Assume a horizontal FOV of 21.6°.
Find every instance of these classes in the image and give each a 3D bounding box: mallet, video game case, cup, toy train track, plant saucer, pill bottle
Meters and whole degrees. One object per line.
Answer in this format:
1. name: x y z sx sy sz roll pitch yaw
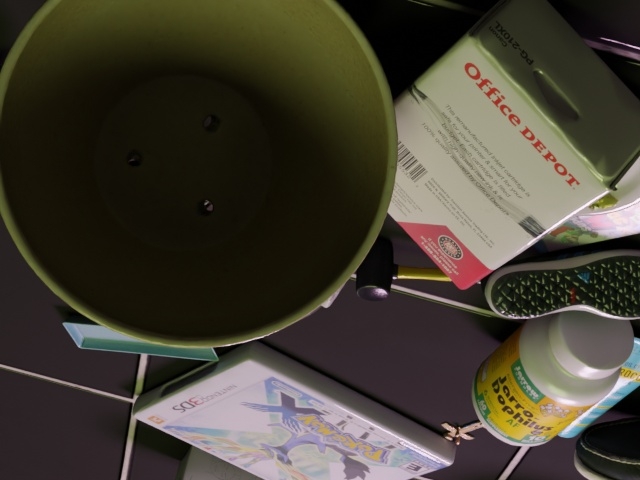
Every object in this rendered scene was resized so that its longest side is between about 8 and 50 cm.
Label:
1. mallet: 0.131 0.027 1.769 0.190 0.062 0.039 -3 150 0
2. video game case: -0.039 0.250 2.204 0.329 0.036 0.300 29 147 -24
3. cup: -0.113 -0.075 1.465 0.331 0.331 0.237 17 177 -6
4. toy train track: 0.184 0.243 2.120 0.048 0.014 0.083 29 146 -24
5. plant saucer: -0.222 0.120 2.082 0.192 0.018 0.067 5 149 17
6. video game case: 0.253 -0.036 1.620 0.166 0.015 0.119 -13 141 39
7. pill bottle: 0.253 0.138 1.812 0.117 0.117 0.208 20 150 -10

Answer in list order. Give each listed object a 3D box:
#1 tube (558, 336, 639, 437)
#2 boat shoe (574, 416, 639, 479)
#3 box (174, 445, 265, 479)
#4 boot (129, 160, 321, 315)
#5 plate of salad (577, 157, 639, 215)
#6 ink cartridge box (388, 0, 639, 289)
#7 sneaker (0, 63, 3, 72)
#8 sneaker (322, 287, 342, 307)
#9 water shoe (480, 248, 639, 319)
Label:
1. tube: 0.323 0.158 1.894 0.080 0.052 0.207 11 146 -17
2. boat shoe: 0.439 0.219 1.882 0.340 0.127 0.113 4 122 36
3. box: -0.126 0.383 2.371 0.170 0.130 0.091 20 149 -9
4. boot: -0.117 -0.013 1.749 0.263 0.091 0.229 7 144 4
5. plate of salad: 0.212 -0.080 1.516 0.200 0.048 0.200 13 145 9
6. ink cartridge box: 0.149 -0.085 1.439 0.172 0.100 0.237 47 145 -2
7. sneaker: -0.335 -0.098 1.709 0.124 0.107 0.283 17 157 -35
8. sneaker: 0.000 0.000 1.745 0.065 0.061 0.158 19 133 17
9. water shoe: 0.263 0.035 1.700 0.203 0.080 0.073 0 107 -7
